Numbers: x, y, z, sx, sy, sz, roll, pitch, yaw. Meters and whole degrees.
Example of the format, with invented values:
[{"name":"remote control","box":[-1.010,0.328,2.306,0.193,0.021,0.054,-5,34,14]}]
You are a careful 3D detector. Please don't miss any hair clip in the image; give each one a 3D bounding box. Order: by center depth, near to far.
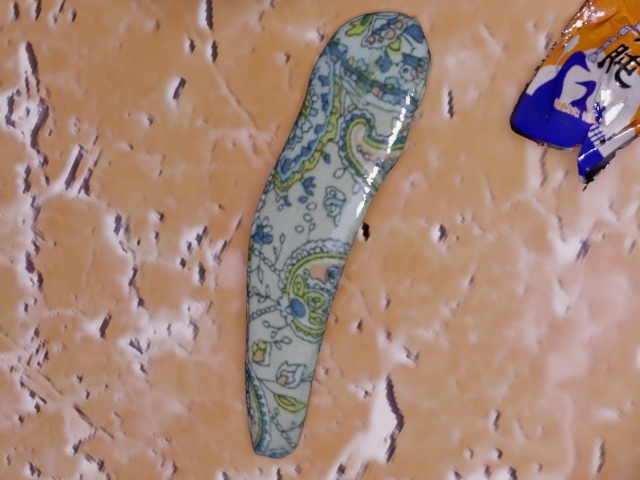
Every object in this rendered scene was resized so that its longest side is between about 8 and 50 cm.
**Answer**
[{"name":"hair clip","box":[-0.001,0.000,0.819,0.066,0.036,0.229,23,103,31]}]

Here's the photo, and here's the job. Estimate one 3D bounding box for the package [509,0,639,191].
[{"name":"package","box":[0.136,-0.075,0.747,0.111,0.033,0.077,-48,48,7]}]
